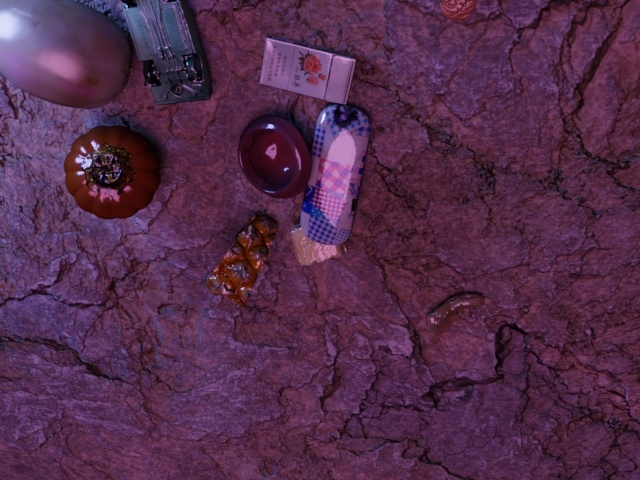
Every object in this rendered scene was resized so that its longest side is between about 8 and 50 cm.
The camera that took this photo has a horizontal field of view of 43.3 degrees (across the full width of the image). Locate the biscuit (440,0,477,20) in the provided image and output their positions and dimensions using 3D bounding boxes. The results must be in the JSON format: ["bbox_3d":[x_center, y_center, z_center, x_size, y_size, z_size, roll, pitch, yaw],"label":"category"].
[{"bbox_3d":[0.275,-0.488,1.622,0.078,0.015,0.091,19,125,-2],"label":"biscuit"}]

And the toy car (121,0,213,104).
[{"bbox_3d":[-0.335,-0.446,1.718,0.141,0.097,0.321,-4,124,14],"label":"toy car"}]

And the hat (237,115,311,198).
[{"bbox_3d":[-0.096,-0.192,1.838,0.205,0.089,0.206,15,119,29],"label":"hat"}]

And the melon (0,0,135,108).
[{"bbox_3d":[-0.552,-0.402,1.715,0.316,0.223,0.223,19,125,-6],"label":"melon"}]

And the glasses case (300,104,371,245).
[{"bbox_3d":[0.032,-0.145,1.833,0.125,0.076,0.328,14,110,8],"label":"glasses case"}]

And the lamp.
[{"bbox_3d":[-0.484,-0.159,1.881,0.223,0.196,0.223,0,89,-7],"label":"lamp"}]

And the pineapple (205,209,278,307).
[{"bbox_3d":[-0.183,0.044,1.990,0.114,0.236,0.186,34,162,-6],"label":"pineapple"}]

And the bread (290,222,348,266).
[{"bbox_3d":[-0.002,0.000,1.959,0.125,0.082,0.106,-11,95,18],"label":"bread"}]

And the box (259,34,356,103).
[{"bbox_3d":[-0.028,-0.370,1.752,0.198,0.029,0.109,14,125,2],"label":"box"}]

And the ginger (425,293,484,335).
[{"bbox_3d":[0.331,0.182,2.040,0.069,0.051,0.173,40,124,-20],"label":"ginger"}]
